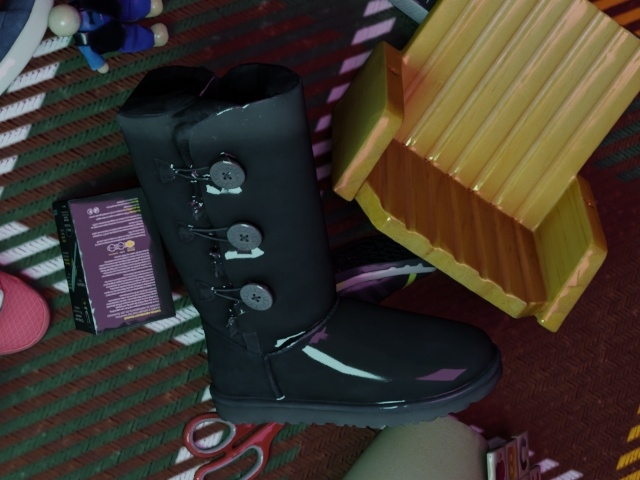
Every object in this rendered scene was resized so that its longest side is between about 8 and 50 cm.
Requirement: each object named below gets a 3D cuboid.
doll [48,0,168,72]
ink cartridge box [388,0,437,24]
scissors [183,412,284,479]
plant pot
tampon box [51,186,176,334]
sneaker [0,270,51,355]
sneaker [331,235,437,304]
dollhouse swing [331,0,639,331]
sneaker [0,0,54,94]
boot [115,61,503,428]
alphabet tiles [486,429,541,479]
[{"bbox_3d":[-0.256,-0.262,1.829,0.189,0.046,0.129,-17,98,-58],"label":"doll"},{"bbox_3d":[0.144,-0.384,2.024,0.371,0.069,0.175,34,79,-19],"label":"ink cartridge box"},{"bbox_3d":[-0.043,0.220,1.979,0.297,0.021,0.109,-28,97,-19],"label":"scissors"},{"bbox_3d":[0.109,0.359,1.931,0.256,0.256,0.274,31,65,-18],"label":"plant pot"},{"bbox_3d":[-0.247,0.022,1.846,0.101,0.120,0.161,-12,95,-19],"label":"tampon box"},{"bbox_3d":[-0.430,0.069,1.747,0.314,0.136,0.116,22,82,-37],"label":"sneaker"},{"bbox_3d":[0.040,0.064,1.990,0.235,0.084,0.097,-13,118,-19],"label":"sneaker"},{"bbox_3d":[0.242,-0.141,1.924,0.347,0.315,0.305,33,115,-17],"label":"dollhouse swing"},{"bbox_3d":[-0.449,-0.189,1.765,0.148,0.131,0.350,40,77,-20],"label":"sneaker"},{"bbox_3d":[-0.002,0.000,1.779,0.367,0.146,0.445,-7,118,10],"label":"boot"},{"bbox_3d":[0.249,0.425,1.979,0.011,0.285,0.342,-3,92,23],"label":"alphabet tiles"}]
